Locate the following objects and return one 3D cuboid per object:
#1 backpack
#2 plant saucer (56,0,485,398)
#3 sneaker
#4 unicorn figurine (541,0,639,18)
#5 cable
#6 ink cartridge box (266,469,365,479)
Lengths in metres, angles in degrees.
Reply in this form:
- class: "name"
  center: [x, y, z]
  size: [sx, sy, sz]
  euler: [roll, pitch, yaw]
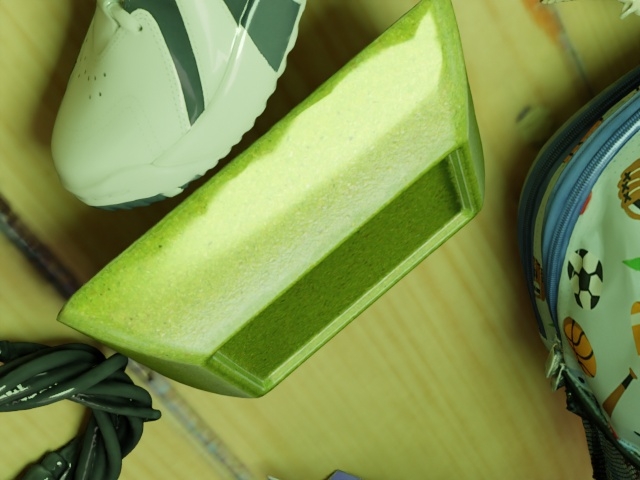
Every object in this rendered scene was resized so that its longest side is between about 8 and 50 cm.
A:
- class: "backpack"
  center: [0.221, 0.010, 0.836]
  size: [0.276, 0.213, 0.263]
  euler: [-38, 147, -13]
- class: "plant saucer"
  center: [0.000, 0.000, 0.723]
  size: [0.188, 0.045, 0.188]
  euler: [-40, 166, -1]
- class: "sneaker"
  center: [-0.067, -0.127, 0.599]
  size: [0.153, 0.094, 0.235]
  euler: [20, 118, -37]
- class: "unicorn figurine"
  center: [0.184, -0.159, 0.775]
  size: [0.162, 0.060, 0.111]
  euler: [-20, 133, -22]
- class: "cable"
  center: [-0.153, 0.105, 0.759]
  size: [0.184, 0.047, 0.150]
  euler: [-11, 130, -30]
- class: "ink cartridge box"
  center: [0.094, 0.188, 0.899]
  size: [0.045, 0.206, 0.208]
  euler: [-57, 146, -24]
